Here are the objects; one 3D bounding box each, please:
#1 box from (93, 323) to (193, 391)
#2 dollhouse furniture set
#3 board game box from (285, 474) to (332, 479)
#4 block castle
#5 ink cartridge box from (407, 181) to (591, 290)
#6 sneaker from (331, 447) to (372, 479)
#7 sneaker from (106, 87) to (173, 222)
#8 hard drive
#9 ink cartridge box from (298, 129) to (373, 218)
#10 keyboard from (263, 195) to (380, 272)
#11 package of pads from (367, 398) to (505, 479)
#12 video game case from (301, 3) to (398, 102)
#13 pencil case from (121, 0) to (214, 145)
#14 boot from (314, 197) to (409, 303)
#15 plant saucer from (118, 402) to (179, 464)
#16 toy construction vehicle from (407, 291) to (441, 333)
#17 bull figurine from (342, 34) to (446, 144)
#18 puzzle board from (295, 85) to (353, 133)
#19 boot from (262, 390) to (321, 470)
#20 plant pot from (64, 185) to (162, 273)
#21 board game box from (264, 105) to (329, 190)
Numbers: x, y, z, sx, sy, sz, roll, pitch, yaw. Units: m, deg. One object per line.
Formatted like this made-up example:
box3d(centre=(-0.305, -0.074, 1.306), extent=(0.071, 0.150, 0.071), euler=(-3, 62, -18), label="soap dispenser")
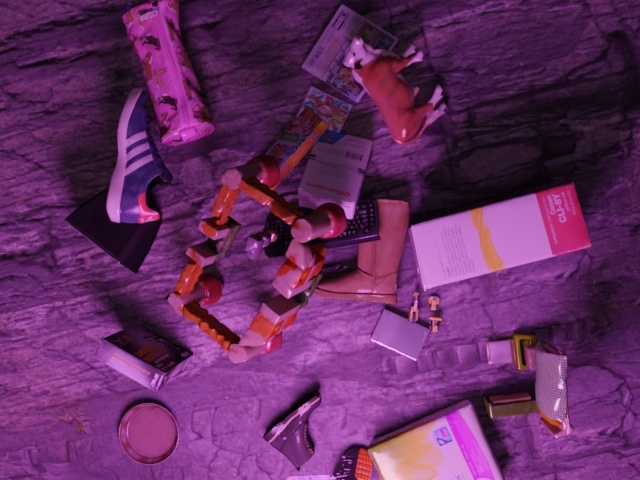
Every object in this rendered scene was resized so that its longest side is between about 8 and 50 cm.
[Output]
box3d(centre=(-0.451, 0.298, 1.818), extent=(0.183, 0.231, 0.056), euler=(28, 96, 6), label="box")
box3d(centre=(0.484, 0.342, 1.688), extent=(0.151, 0.301, 0.197), euler=(-7, 92, 3), label="dollhouse furniture set")
box3d(centre=(-0.028, 0.699, 1.872), extent=(0.169, 0.033, 0.133), euler=(-4, 89, 6), label="board game box")
box3d(centre=(-0.151, 0.049, 1.725), extent=(0.303, 0.213, 0.453), euler=(36, 114, 17), label="block castle")
box3d(centre=(0.415, -0.007, 1.708), extent=(0.385, 0.279, 0.160), euler=(-15, 88, 5), label="ink cartridge box")
box3d(centre=(0.069, 0.675, 1.838), extent=(0.099, 0.121, 0.262), euler=(16, 68, 15), label="sneaker")
box3d(centre=(-0.442, -0.210, 1.779), extent=(0.148, 0.131, 0.350), euler=(7, 83, -10), label="sneaker")
box3d(centre=(0.212, 0.249, 1.856), extent=(0.135, 0.022, 0.094), euler=(24, 92, 5), label="hard drive")
box3d(centre=(0.039, -0.172, 1.801), extent=(0.148, 0.086, 0.203), euler=(15, 62, 6), label="ink cartridge box")
box3d(centre=(0.000, 0.000, 1.822), extent=(0.317, 0.033, 0.201), euler=(-10, 74, 19), label="keyboard")
box3d(centre=(0.299, 0.576, 1.806), extent=(0.297, 0.101, 0.229), euler=(-24, 86, 4), label="package of pads")
box3d(centre=(0.079, -0.499, 1.874), extent=(0.183, 0.023, 0.201), euler=(34, 92, 5), label="video game case")
box3d(centre=(-0.397, -0.440, 1.845), extent=(0.160, 0.167, 0.386), euler=(-16, 90, 26), label="pencil case")
box3d(centre=(0.106, 0.025, 1.843), extent=(0.236, 0.089, 0.269), euler=(4, 87, 3), label="boot")
box3d(centre=(-0.466, 0.527, 1.919), extent=(0.168, 0.029, 0.168), euler=(0, 91, 6), label="plant saucer")
box3d(centre=(0.275, 0.188, 1.831), extent=(0.086, 0.035, 0.098), euler=(10, 76, 2), label="toy construction vehicle")
box3d(centre=(0.193, -0.405, 1.812), extent=(0.188, 0.101, 0.310), euler=(-29, 101, 4), label="bull figurine")
box3d(centre=(0.009, -0.348, 1.885), extent=(0.128, 0.011, 0.096), euler=(26, 92, 6), label="puzzle board")
box3d(centre=(-0.038, 0.504, 1.862), extent=(0.198, 0.077, 0.137), euler=(-43, 90, 17), label="boot")
box3d(centre=(-0.528, -0.042, 1.862), extent=(0.187, 0.188, 0.167), euler=(37, 79, 5), label="plant pot")
box3d(centre=(-0.091, -0.229, 1.839), extent=(0.039, 0.124, 0.259), euler=(34, 100, -34), label="board game box")
